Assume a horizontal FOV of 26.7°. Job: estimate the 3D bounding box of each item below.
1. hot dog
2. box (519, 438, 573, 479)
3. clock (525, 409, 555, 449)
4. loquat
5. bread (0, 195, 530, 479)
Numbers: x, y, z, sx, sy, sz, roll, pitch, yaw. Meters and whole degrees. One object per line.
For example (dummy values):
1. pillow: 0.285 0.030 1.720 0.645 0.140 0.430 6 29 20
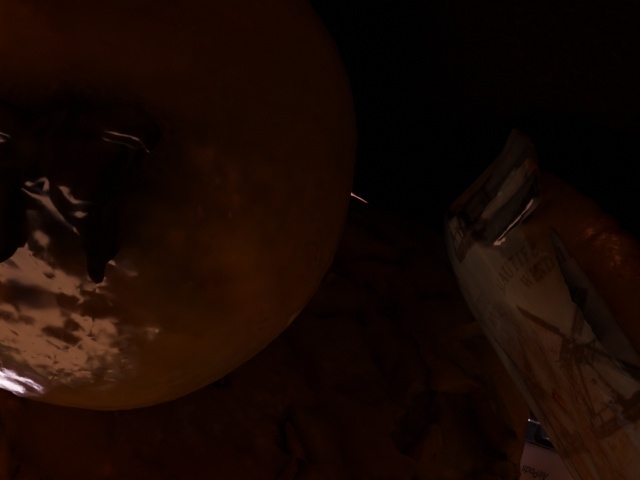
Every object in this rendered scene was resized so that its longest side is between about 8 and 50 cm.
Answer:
1. hot dog: 0.147 0.071 0.620 0.270 0.082 0.162 58 169 14
2. box: 0.222 0.220 1.127 0.129 0.051 0.130 34 167 -29
3. clock: 0.278 0.189 1.131 0.281 0.055 0.280 27 169 6
4. loquat: -0.098 -0.041 0.587 0.244 0.244 0.244 28 169 6
5. bread: -0.067 0.094 0.797 0.398 0.215 0.398 13 -148 -8
